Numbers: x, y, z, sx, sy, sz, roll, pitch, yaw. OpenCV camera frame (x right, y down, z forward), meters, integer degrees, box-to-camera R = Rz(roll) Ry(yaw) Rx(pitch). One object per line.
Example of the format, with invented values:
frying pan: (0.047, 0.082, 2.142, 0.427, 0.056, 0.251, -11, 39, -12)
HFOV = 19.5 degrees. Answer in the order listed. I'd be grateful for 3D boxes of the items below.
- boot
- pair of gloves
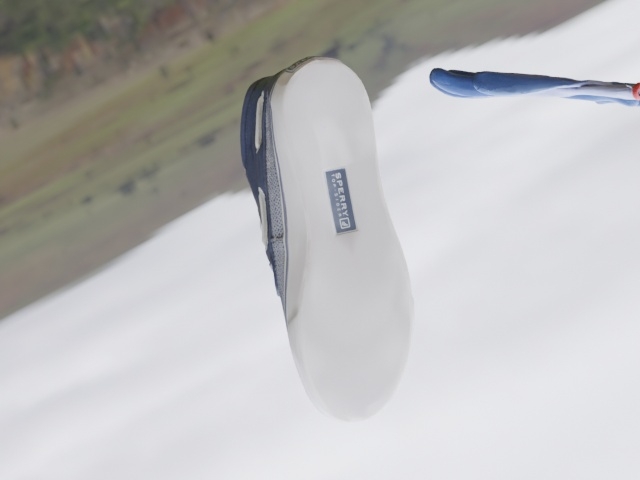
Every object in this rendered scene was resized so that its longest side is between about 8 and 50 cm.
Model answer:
boot: (0.000, 0.000, 0.987, 0.069, 0.190, 0.086, -5, 180, -20)
pair of gloves: (0.169, -0.105, 1.311, 0.159, 0.023, 0.198, 6, -174, 23)
